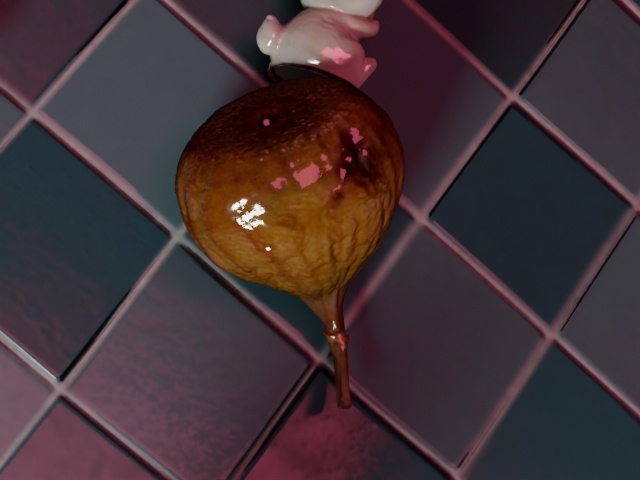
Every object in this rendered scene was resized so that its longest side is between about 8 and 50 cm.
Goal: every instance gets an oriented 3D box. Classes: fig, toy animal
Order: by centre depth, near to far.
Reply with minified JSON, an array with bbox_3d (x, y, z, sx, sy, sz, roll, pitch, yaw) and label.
[{"bbox_3d":[0.000,0.000,1.111,0.146,0.134,0.201,-24,112,3],"label":"fig"},{"bbox_3d":[0.006,-0.159,1.161,0.085,0.071,0.124,18,80,-1],"label":"toy animal"}]
